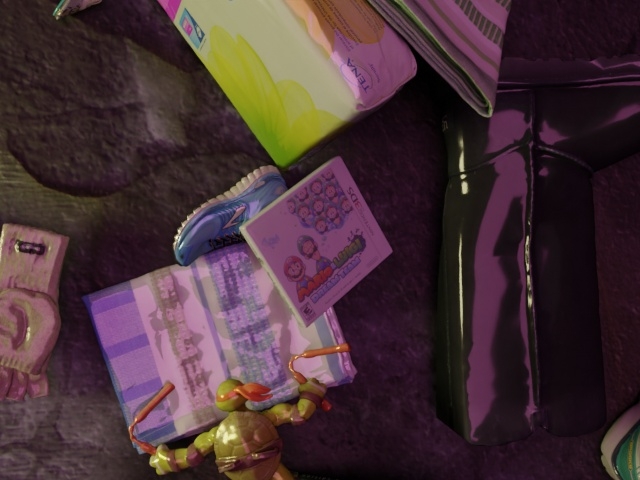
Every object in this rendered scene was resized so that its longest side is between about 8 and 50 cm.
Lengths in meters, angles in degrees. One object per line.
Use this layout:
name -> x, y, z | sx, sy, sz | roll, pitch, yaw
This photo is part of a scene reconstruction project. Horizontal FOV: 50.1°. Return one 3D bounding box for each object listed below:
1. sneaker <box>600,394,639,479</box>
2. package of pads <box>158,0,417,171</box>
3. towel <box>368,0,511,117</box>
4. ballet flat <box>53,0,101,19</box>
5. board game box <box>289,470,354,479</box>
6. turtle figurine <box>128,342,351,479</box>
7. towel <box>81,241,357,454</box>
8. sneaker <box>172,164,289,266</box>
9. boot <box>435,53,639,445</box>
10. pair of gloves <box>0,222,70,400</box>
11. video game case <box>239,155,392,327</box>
sneaker -> 0.486, 0.220, 0.889 | 0.107, 0.110, 0.275 | 36, 84, -8
package of pads -> -0.054, -0.239, 0.724 | 0.101, 0.229, 0.296 | -40, 98, -25
towel -> 0.127, -0.312, 0.746 | 0.248, 0.038, 0.324 | 40, 44, -20
ballet flat -> -0.265, -0.298, 0.791 | 0.041, 0.041, 0.114 | 28, 87, -9
board game box -> 0.047, 0.354, 0.807 | 0.260, 0.030, 0.136 | 3, 92, 14
turtle figurine -> -0.062, 0.239, 0.769 | 0.270, 0.087, 0.217 | -21, 92, -8
towel -> -0.116, 0.117, 0.824 | 0.285, 0.034, 0.209 | -18, 93, -9
sneaker -> -0.100, -0.018, 0.801 | 0.162, 0.063, 0.073 | -37, 79, -7
boot -> 0.323, 0.013, 0.836 | 0.367, 0.146, 0.444 | -2, 87, 0
pair of gloves -> -0.411, 0.075, 0.757 | 0.240, 0.042, 0.204 | 5, 86, -12
video game case -> 0.000, 0.000, 0.812 | 0.157, 0.019, 0.143 | -39, 110, -26
